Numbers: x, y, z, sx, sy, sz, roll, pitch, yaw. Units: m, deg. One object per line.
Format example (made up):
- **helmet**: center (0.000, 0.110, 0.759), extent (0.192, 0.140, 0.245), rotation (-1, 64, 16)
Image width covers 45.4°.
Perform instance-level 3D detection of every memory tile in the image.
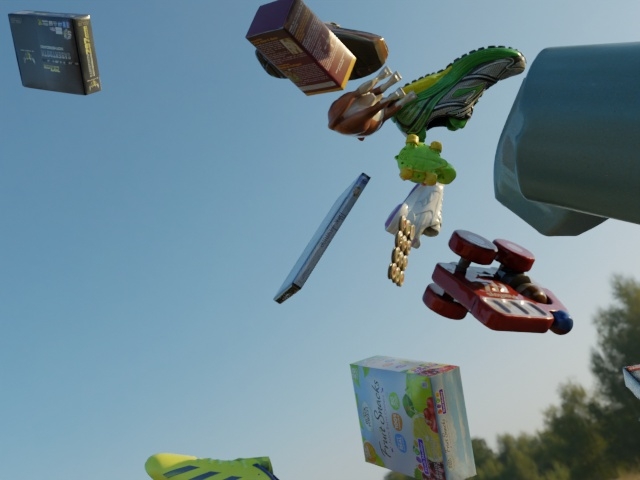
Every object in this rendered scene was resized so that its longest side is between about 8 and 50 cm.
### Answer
- **memory tile**: center (0.179, 0.024, 1.690), extent (0.012, 0.148, 0.113), rotation (8, -13, 22)

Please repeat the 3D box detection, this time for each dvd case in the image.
- **dvd case**: center (0.000, 0.000, 1.434), extent (0.253, 0.022, 0.180), rotation (-58, 5, -19)

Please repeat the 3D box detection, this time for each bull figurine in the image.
- **bull figurine**: center (0.104, -0.287, 1.665), extent (0.188, 0.101, 0.310), rotation (-36, 2, 17)

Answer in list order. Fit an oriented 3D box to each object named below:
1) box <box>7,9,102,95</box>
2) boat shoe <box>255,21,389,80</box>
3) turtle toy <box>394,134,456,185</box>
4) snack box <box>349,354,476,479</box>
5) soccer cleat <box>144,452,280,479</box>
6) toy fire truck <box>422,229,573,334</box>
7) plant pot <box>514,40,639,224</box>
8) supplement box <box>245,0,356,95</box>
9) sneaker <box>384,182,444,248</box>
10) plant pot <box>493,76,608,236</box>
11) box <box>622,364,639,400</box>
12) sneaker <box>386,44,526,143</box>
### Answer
- **box**: center (-0.644, -0.456, 1.853), extent (0.059, 0.233, 0.183), rotation (-37, -47, -49)
- **boat shoe**: center (0.004, -0.438, 1.701), extent (0.324, 0.120, 0.122), rotation (9, -36, 32)
- **turtle toy**: center (0.206, -0.145, 1.497), extent (0.130, 0.095, 0.066), rotation (14, -20, -5)
- **snack box**: center (0.142, 0.281, 1.219), extent (0.070, 0.174, 0.207), rotation (-11, 3, -32)
- **soccer cleat**: center (-0.134, 0.384, 1.217), extent (0.289, 0.121, 0.093), rotation (21, 2, 2)
- **toy fire truck**: center (0.375, 0.115, 1.559), extent (0.302, 0.254, 0.169), rotation (10, -68, -36)
- **plant pot**: center (0.498, -0.163, 1.177), extent (0.334, 0.341, 0.341), rotation (9, -5, 30)
- **supplement box**: center (-0.035, -0.364, 1.447), extent (0.104, 0.080, 0.188), rotation (0, -28, 43)
- **sneaker**: center (0.324, -0.095, 2.352), extent (0.305, 0.152, 0.114), rotation (-48, -4, -27)
- **plant pot**: center (0.495, -0.146, 1.537), extent (0.247, 0.248, 0.252), rotation (0, -55, -46)
- **box**: center (0.435, 0.160, 0.893), extent (0.137, 0.027, 0.094), rotation (-11, 3, 8)
- **sneaker**: center (0.326, -0.332, 1.771), extent (0.344, 0.146, 0.134), rotation (-28, -9, -2)
